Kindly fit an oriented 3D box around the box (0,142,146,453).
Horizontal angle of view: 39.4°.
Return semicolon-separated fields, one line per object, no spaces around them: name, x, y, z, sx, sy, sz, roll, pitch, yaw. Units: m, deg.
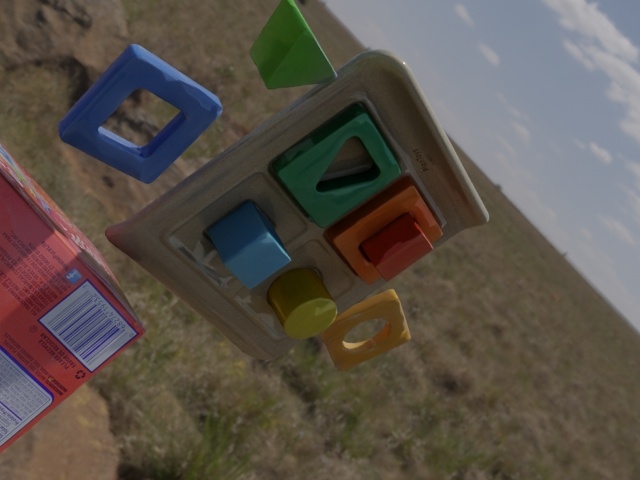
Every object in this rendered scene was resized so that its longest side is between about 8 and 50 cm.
box;-0.254;-0.026;0.475;0.300;0.154;0.142;53;-8;-29

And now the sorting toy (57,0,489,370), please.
sorting toy;0.000;0.000;0.547;0.347;0.196;0.047;49;12;-50
